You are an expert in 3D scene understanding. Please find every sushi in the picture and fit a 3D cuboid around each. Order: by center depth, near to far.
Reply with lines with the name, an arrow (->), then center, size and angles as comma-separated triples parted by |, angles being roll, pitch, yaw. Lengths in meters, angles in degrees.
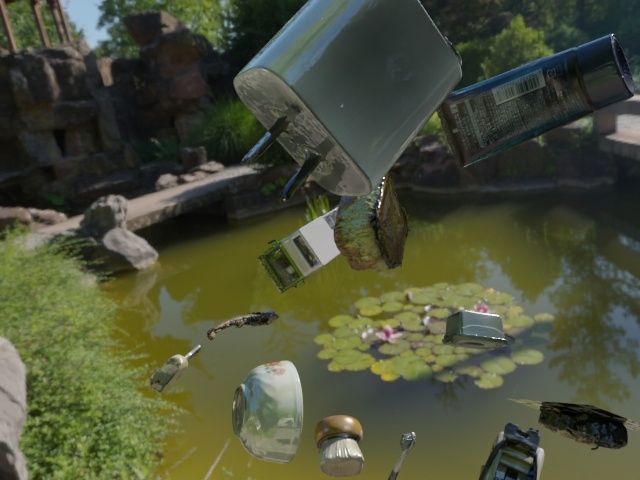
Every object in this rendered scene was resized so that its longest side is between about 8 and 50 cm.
sushi -> 0.793, 0.584, 1.624 | 0.296, 0.100, 0.373 | 22, -19, -13

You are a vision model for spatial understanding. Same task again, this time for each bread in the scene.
bread -> 0.079, -0.017, 0.766 | 0.069, 0.128, 0.140 | -10, 43, 28

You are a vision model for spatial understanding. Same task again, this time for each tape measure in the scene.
tape measure -> 0.373, 0.554, 1.119 | 0.133, 0.271, 0.231 | 20, 42, 22

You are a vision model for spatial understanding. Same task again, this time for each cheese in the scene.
cheese -> -0.389, 0.340, 1.440 | 0.171, 0.047, 0.092 | -44, -9, -30

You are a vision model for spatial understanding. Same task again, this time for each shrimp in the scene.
shrimp -> -0.196, 0.204, 1.269 | 0.148, 0.035, 0.195 | -15, 0, -41

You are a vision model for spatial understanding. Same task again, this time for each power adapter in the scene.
power adapter -> 0.015, -0.156, 0.593 | 0.255, 0.187, 0.124 | -51, 25, -14

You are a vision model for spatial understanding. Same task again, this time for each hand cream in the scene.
hand cream -> 0.293, -0.196, 0.765 | 0.270, 0.120, 0.061 | -16, 11, 44

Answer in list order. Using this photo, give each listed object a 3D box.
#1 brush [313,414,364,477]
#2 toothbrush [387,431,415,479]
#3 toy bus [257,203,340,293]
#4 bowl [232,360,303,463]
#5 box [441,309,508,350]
brush -> 0.065, 0.749, 1.871 | 0.174, 0.267, 0.166 | -3, 46, -5
toothbrush -> 0.163, 0.529, 1.191 | 0.026, 0.288, 0.024 | -1, 35, -20
toy bus -> 0.000, 0.000, 1.171 | 0.139, 0.113, 0.301 | -33, 1, 35
bowl -> -0.158, 0.468, 1.454 | 0.145, 0.277, 0.277 | 9, 8, -22
box -> 0.459, 0.266, 1.580 | 0.172, 0.093, 0.124 | 10, -22, -12
